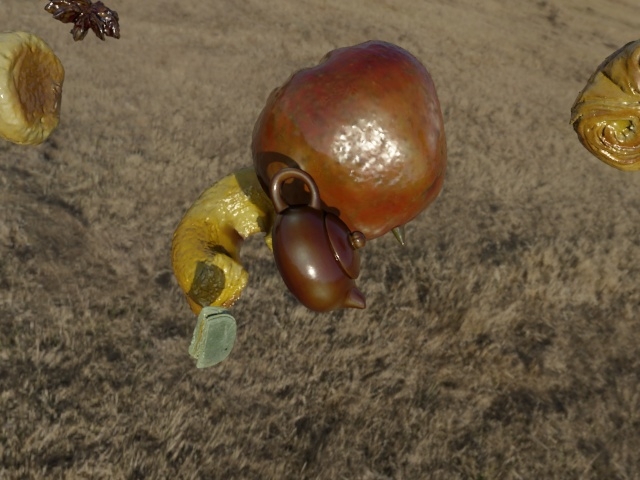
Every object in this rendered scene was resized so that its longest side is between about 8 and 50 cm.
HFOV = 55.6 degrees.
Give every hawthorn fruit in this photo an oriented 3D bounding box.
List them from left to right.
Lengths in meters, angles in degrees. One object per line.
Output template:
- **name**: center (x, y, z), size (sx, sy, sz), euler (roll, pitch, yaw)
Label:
- **hawthorn fruit**: center (0.074, -0.164, 1.199), size (0.402, 0.403, 0.403), euler (14, 34, -10)

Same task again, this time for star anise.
- **star anise**: center (-0.553, -0.507, 1.345), size (0.233, 0.073, 0.177), euler (-9, 54, -39)

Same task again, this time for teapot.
- **teapot**: center (0.000, 0.000, 0.953), size (0.178, 0.135, 0.252), euler (-44, 112, -78)

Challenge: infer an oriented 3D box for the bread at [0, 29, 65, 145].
- **bread**: center (-0.653, -0.325, 1.300), size (0.134, 0.245, 0.244), euler (-3, 32, 12)

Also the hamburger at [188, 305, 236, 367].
- **hamburger**: center (-0.202, 0.184, 1.185), size (0.084, 0.121, 0.054), euler (1, 18, -41)

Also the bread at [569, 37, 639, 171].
- **bread**: center (0.546, -0.231, 1.011), size (0.198, 0.236, 0.120), euler (35, 35, -11)

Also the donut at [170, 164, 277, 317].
- **donut**: center (-0.188, -0.028, 1.526), size (0.434, 0.163, 0.378), euler (-25, 49, 2)
